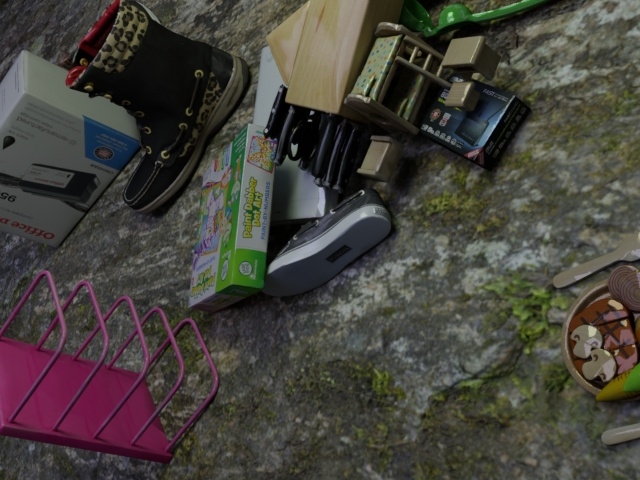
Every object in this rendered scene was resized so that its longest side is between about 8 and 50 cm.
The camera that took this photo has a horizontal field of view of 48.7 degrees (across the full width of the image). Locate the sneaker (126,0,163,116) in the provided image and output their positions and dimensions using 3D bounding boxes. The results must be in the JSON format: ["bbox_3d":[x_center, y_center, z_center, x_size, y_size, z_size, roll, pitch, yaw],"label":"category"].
[{"bbox_3d":[-0.394,-0.392,1.533,0.100,0.108,0.271,-15,86,41],"label":"sneaker"}]

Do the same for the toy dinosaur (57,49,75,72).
[{"bbox_3d":[-0.652,-0.469,1.918,0.200,0.127,0.296,-42,33,16],"label":"toy dinosaur"}]

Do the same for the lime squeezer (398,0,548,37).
[{"bbox_3d":[0.172,-0.331,0.975,0.310,0.059,0.110,30,103,30],"label":"lime squeezer"}]

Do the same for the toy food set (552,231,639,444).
[{"bbox_3d":[0.289,0.089,0.677,0.132,0.038,0.192,-33,50,33],"label":"toy food set"}]

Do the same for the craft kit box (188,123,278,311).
[{"bbox_3d":[-0.142,-0.025,1.116,0.250,0.061,0.247,151,124,-62],"label":"craft kit box"}]

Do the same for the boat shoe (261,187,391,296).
[{"bbox_3d":[0.000,0.000,1.008,0.228,0.080,0.076,-36,42,29],"label":"boat shoe"}]

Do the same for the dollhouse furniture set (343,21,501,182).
[{"bbox_3d":[0.109,-0.171,0.884,0.161,0.101,0.182,16,82,57],"label":"dollhouse furniture set"}]

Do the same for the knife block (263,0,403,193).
[{"bbox_3d":[0.035,-0.213,0.976,0.275,0.088,0.242,-32,72,29],"label":"knife block"}]

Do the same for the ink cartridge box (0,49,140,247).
[{"bbox_3d":[-0.650,-0.194,1.646,0.395,0.285,0.166,-43,46,25],"label":"ink cartridge box"}]

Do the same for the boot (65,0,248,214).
[{"bbox_3d":[-0.344,-0.245,1.336,0.377,0.284,0.138,-49,43,18],"label":"boot"}]

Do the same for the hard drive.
[{"bbox_3d":[-0.039,-0.178,1.132,0.203,0.040,0.307,-3,78,47],"label":"hard drive"}]

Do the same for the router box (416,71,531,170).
[{"bbox_3d":[0.192,-0.154,0.900,0.092,0.038,0.122,-59,41,8],"label":"router box"}]

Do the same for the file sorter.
[{"bbox_3d":[-0.338,0.195,1.118,0.182,0.290,0.202,-52,42,12],"label":"file sorter"}]
